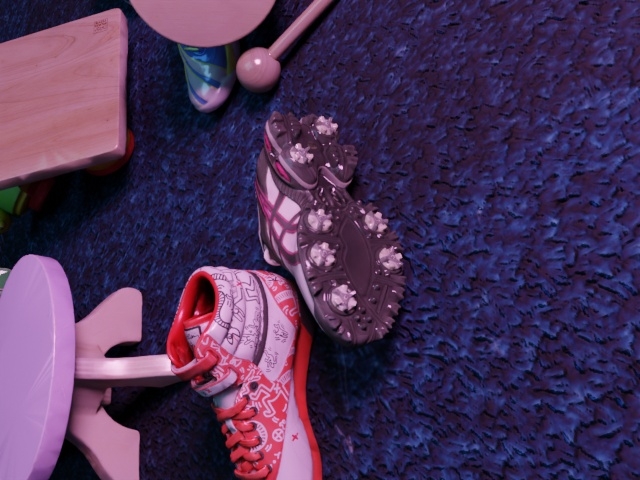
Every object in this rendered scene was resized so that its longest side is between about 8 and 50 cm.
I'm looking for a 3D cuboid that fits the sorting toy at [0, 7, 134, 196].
[{"bbox_3d":[-0.391,-0.185,1.189,0.257,0.089,0.256,-13,61,11],"label":"sorting toy"}]

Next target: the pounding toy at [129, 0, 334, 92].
[{"bbox_3d":[-0.109,-0.304,0.936,0.183,0.236,0.110,-50,11,14],"label":"pounding toy"}]

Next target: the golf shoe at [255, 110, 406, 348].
[{"bbox_3d":[0.000,0.000,0.780,0.120,0.105,0.273,-59,36,41],"label":"golf shoe"}]

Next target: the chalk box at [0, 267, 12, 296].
[{"bbox_3d":[-0.483,0.175,1.125,0.179,0.180,0.289,123,144,-55],"label":"chalk box"}]

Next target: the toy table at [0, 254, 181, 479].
[{"bbox_3d":[-0.290,0.164,0.973,0.252,0.160,0.275,-10,71,45],"label":"toy table"}]

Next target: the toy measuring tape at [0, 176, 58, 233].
[{"bbox_3d":[-0.454,-0.154,1.292,0.121,0.121,0.330,36,98,47],"label":"toy measuring tape"}]

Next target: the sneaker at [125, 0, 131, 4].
[{"bbox_3d":[-0.341,-0.439,1.271,0.078,0.106,0.234,-59,43,14],"label":"sneaker"}]

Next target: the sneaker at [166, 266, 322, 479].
[{"bbox_3d":[-0.077,0.156,0.756,0.090,0.145,0.270,-17,65,43],"label":"sneaker"}]

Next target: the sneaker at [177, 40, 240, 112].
[{"bbox_3d":[-0.173,-0.280,1.021,0.091,0.126,0.240,-25,59,40],"label":"sneaker"}]
